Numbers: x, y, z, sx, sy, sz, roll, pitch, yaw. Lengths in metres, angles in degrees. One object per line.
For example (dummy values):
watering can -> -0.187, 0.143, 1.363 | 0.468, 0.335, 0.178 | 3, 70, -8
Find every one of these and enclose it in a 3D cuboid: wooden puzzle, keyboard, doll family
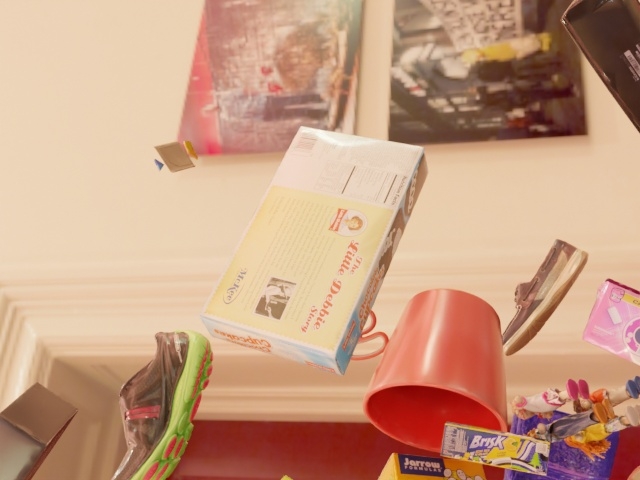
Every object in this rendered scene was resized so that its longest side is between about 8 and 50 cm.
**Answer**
wooden puzzle -> -0.297, -0.169, 1.613 | 0.116, 0.014, 0.078 | -14, -115, -48
keyboard -> 0.590, -0.339, 1.402 | 0.317, 0.201, 0.033 | 49, -155, -15
doll family -> 0.435, 0.312, 1.345 | 0.263, 0.163, 0.118 | 7, -121, -35

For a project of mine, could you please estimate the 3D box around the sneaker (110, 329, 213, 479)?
sneaker -> -0.447, 0.464, 2.113 | 0.185, 0.202, 0.483 | 73, -145, -63

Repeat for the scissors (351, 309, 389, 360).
scissors -> -0.002, 0.229, 1.707 | 0.021, 0.297, 0.109 | 7, -115, -79

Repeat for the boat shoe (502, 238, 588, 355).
boat shoe -> 0.474, 0.123, 1.746 | 0.285, 0.092, 0.103 | -54, -27, 3

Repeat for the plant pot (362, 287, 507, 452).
plant pot -> 0.238, 0.245, 1.545 | 0.275, 0.275, 0.243 | 73, -153, -48

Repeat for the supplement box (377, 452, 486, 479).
supplement box -> 0.215, 0.603, 1.462 | 0.356, 0.194, 0.195 | -96, 20, -49

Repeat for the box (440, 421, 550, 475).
box -> 0.284, 0.338, 1.293 | 0.059, 0.169, 0.054 | 37, -118, -75

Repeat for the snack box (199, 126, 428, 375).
snack box -> 0.000, 0.000, 1.025 | 0.322, 0.187, 0.060 | -64, -26, -27

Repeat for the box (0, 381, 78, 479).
box -> -0.557, 0.400, 1.383 | 0.261, 0.103, 0.184 | -55, 7, 5

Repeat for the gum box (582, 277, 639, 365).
gum box -> 0.536, 0.148, 1.314 | 0.107, 0.188, 0.062 | -69, -16, 12

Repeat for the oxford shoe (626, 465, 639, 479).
oxford shoe -> 0.480, 0.520, 1.151 | 0.140, 0.146, 0.397 | -119, 46, -70

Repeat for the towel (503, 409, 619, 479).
towel -> 0.500, 0.521, 1.713 | 0.076, 0.227, 0.308 | 4, -84, -56

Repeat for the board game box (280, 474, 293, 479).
board game box -> -0.097, 0.535, 1.560 | 0.092, 0.043, 0.181 | -63, -13, 5
